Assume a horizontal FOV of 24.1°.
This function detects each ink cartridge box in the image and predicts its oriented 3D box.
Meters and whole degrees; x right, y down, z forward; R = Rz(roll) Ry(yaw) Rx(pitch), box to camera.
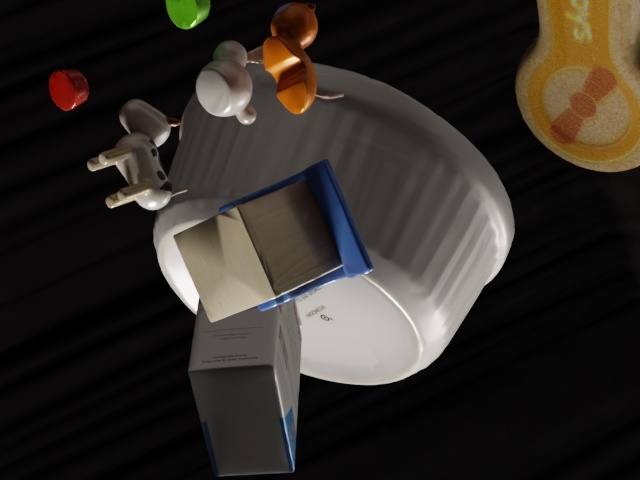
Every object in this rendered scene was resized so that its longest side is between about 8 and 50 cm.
[{"bbox_3d":[-0.043,0.068,0.905,0.122,0.052,0.089,-86,-11,-52],"label":"ink cartridge box"}]

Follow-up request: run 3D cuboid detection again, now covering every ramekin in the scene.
[{"bbox_3d":[0.000,0.000,1.126,0.272,0.127,0.273,19,152,10],"label":"ramekin"}]

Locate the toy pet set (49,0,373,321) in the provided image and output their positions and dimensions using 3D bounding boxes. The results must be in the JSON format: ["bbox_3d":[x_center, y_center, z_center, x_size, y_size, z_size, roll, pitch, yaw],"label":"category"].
[{"bbox_3d":[-0.020,-0.035,0.532,0.122,0.065,0.114,-22,92,46],"label":"toy pet set"}]

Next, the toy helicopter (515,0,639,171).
[{"bbox_3d":[0.130,-0.175,0.637,0.235,0.140,0.355,13,136,28],"label":"toy helicopter"}]
